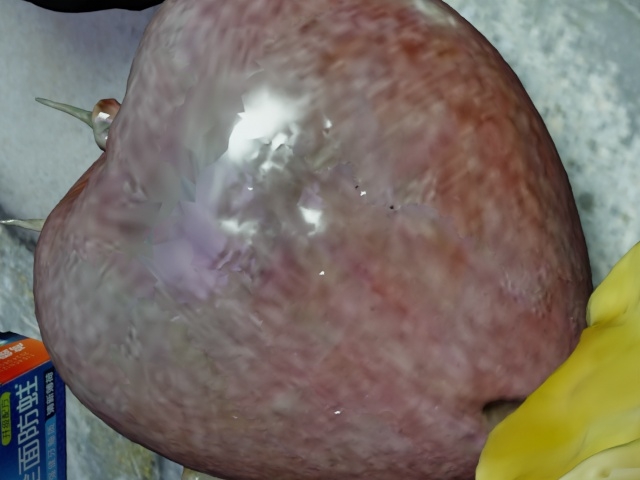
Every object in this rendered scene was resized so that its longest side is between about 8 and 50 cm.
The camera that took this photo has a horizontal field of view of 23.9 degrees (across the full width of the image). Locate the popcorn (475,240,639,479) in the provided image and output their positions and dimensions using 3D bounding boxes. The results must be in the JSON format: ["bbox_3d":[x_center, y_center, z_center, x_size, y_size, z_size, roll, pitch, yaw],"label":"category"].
[{"bbox_3d":[0.236,0.139,0.536,0.390,0.344,0.354,10,126,0],"label":"popcorn"}]

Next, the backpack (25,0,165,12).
[{"bbox_3d":[-0.152,-0.347,0.714,0.363,0.255,0.446,-34,81,33],"label":"backpack"}]

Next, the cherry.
[{"bbox_3d":[0.000,0.000,0.732,0.307,0.221,0.261,33,109,6],"label":"cherry"}]

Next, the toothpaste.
[{"bbox_3d":[-0.226,0.225,1.075,0.066,0.076,0.320,15,115,29],"label":"toothpaste"}]

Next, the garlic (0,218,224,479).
[{"bbox_3d":[-0.078,0.044,0.866,0.198,0.128,0.090,56,140,6],"label":"garlic"}]
